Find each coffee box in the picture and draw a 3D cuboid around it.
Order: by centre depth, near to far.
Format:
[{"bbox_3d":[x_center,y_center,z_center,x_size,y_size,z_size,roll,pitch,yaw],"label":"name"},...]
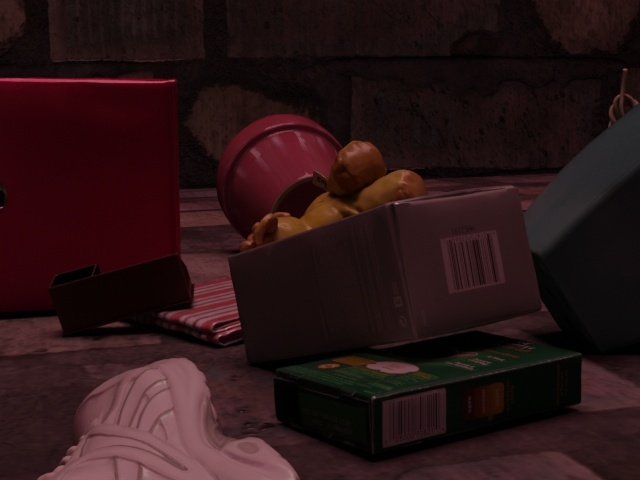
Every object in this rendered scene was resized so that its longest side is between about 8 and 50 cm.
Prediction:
[{"bbox_3d":[0.075,0.099,0.730,0.184,0.040,0.113,-7,7,-35],"label":"coffee box"}]

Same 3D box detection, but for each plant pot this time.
[{"bbox_3d":[0.296,-0.018,0.947,0.234,0.165,0.166,-34,10,-2],"label":"plant pot"},{"bbox_3d":[-0.035,-0.063,1.550,0.201,0.201,0.180,-4,23,-18],"label":"plant pot"}]

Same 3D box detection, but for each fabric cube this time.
[{"bbox_3d":[-0.303,-0.058,1.239,0.258,0.254,0.259,-1,6,-14],"label":"fabric cube"}]

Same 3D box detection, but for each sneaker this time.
[{"bbox_3d":[-0.092,0.113,0.479,0.115,0.090,0.232,-8,8,-25],"label":"sneaker"}]

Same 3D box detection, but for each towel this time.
[{"bbox_3d":[-0.100,0.071,1.074,0.144,0.029,0.197,-10,11,-38],"label":"towel"}]

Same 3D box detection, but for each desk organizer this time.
[{"bbox_3d":[-0.192,0.046,1.040,0.130,0.050,0.047,-15,17,-1],"label":"desk organizer"}]

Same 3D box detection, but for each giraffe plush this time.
[{"bbox_3d":[0.000,0.000,1.171,0.171,0.181,0.210,-31,34,-31],"label":"giraffe plush"}]

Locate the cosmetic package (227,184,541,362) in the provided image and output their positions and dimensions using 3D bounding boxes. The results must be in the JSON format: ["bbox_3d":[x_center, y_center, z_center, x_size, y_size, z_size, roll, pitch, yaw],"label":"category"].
[{"bbox_3d":[0.040,0.032,0.837,0.127,0.107,0.238,-10,-1,-36],"label":"cosmetic package"}]

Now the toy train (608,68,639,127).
[{"bbox_3d":[0.422,-0.085,1.345,0.143,0.247,0.105,-1,5,-38],"label":"toy train"}]
